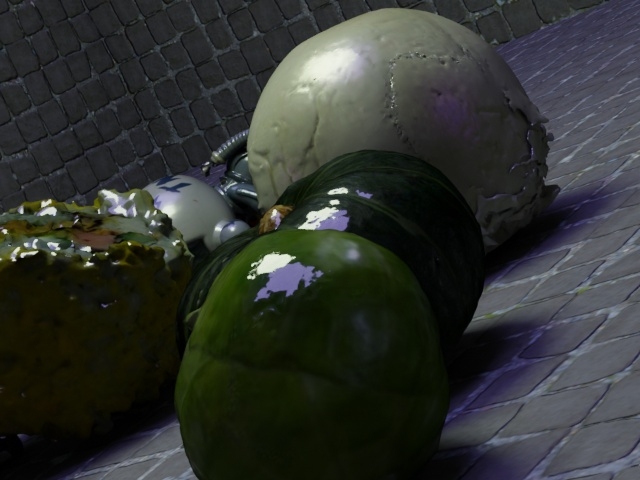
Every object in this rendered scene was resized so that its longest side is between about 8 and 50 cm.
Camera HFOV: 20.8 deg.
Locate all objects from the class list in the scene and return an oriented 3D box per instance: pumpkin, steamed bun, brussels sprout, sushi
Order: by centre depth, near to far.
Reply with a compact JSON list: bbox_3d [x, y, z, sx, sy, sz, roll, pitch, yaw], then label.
[{"bbox_3d":[-0.011,0.103,1.325,0.244,0.244,0.244,-25,9,4],"label":"brussels sprout"},{"bbox_3d":[0.013,0.054,1.589,0.300,0.207,0.300,-34,17,12],"label":"pumpkin"},{"bbox_3d":[0.096,-0.104,1.927,0.334,0.312,0.233,-42,14,-36],"label":"steamed bun"},{"bbox_3d":[-0.343,0.075,2.028,0.396,0.240,0.351,0,13,-10],"label":"sushi"}]

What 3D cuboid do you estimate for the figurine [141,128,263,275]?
[{"bbox_3d":[-0.156,-0.048,2.735,0.382,0.186,0.261,-33,5,-15],"label":"figurine"}]

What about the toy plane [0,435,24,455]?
[{"bbox_3d":[-0.421,0.227,2.146,0.092,0.108,0.286,-27,1,4],"label":"toy plane"}]
